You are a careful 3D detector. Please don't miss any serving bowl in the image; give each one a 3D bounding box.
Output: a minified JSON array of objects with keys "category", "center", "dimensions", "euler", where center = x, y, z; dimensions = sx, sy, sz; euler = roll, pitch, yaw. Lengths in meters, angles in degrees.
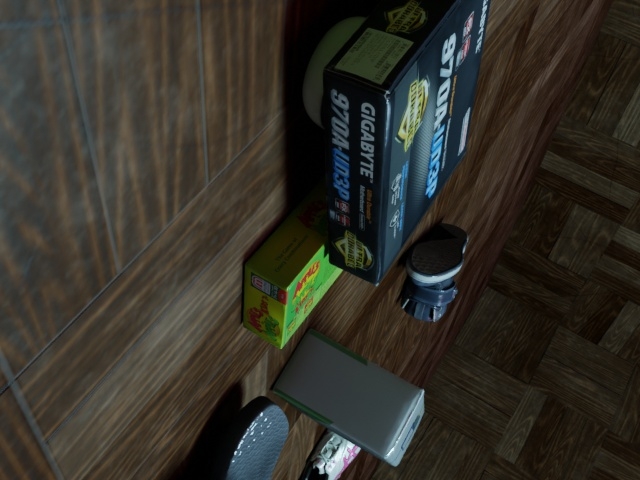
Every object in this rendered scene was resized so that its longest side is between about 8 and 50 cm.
[{"category":"serving bowl","center":[0.011,-0.121,0.556],"dimensions":[0.083,0.027,0.083],"euler":[-54,163,-24]}]

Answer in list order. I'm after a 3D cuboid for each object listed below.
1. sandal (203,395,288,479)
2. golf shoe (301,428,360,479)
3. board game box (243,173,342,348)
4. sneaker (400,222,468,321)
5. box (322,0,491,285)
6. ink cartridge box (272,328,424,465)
[{"category":"sandal","center":[-0.093,0.249,0.830],"dimensions":[0.097,0.054,0.255],"euler":[-36,152,-38]},{"category":"golf shoe","center":[0.024,0.376,1.379],"dimensions":[0.186,0.067,0.086],"euler":[-64,163,12]},{"category":"board game box","center":[0.000,0.000,0.702],"dimensions":[0.181,0.043,0.092],"euler":[-50,160,-35]},{"category":"sneaker","center":[0.180,0.077,1.320],"dimensions":[0.226,0.086,0.164],"euler":[-33,145,-62]},{"category":"box","center":[0.067,-0.094,0.608],"dimensions":[0.175,0.051,0.220],"euler":[-54,158,-30]},{"category":"ink cartridge box","center":[0.043,0.202,0.979],"dimensions":[0.093,0.154,0.212],"euler":[-59,163,-14]}]
